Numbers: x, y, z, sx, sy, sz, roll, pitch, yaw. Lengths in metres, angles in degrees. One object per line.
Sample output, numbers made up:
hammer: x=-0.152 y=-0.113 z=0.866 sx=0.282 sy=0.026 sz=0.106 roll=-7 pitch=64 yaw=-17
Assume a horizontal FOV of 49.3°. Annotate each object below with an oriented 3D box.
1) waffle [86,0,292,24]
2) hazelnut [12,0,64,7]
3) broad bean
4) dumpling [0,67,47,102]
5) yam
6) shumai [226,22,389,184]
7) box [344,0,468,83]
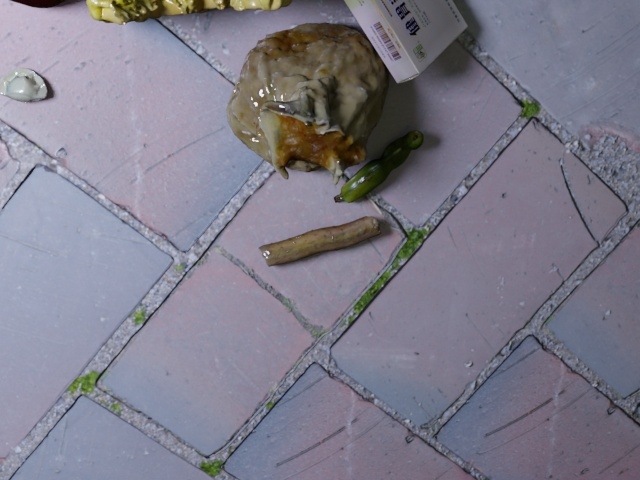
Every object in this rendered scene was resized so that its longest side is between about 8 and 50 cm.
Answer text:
waffle: x=-0.212 y=-0.428 z=1.107 sx=0.324 sy=0.261 sz=0.151 roll=-5 pitch=114 yaw=-3
hazelnut: x=-0.464 y=-0.463 z=1.116 sx=0.208 sy=0.208 sz=0.208 roll=-2 pitch=106 yaw=-7
broad bean: x=0.112 y=-0.136 z=1.338 sx=0.213 sy=0.070 sz=0.048 roll=-41 pitch=90 yaw=14
dumpling: x=-0.521 y=-0.273 z=1.224 sx=0.077 sy=0.043 sz=0.059 roll=0 pitch=89 yaw=8
yam: x=0.000 y=0.000 z=1.368 sx=0.241 sy=0.057 sz=0.056 roll=-15 pitch=107 yaw=-1
shumai: x=-0.002 y=-0.242 z=1.190 sx=0.314 sy=0.262 sz=0.267 roll=-35 pitch=108 yaw=1
box: x=0.130 y=-0.430 z=1.211 sx=0.175 sy=0.062 sz=0.260 roll=-47 pitch=111 yaw=-30
